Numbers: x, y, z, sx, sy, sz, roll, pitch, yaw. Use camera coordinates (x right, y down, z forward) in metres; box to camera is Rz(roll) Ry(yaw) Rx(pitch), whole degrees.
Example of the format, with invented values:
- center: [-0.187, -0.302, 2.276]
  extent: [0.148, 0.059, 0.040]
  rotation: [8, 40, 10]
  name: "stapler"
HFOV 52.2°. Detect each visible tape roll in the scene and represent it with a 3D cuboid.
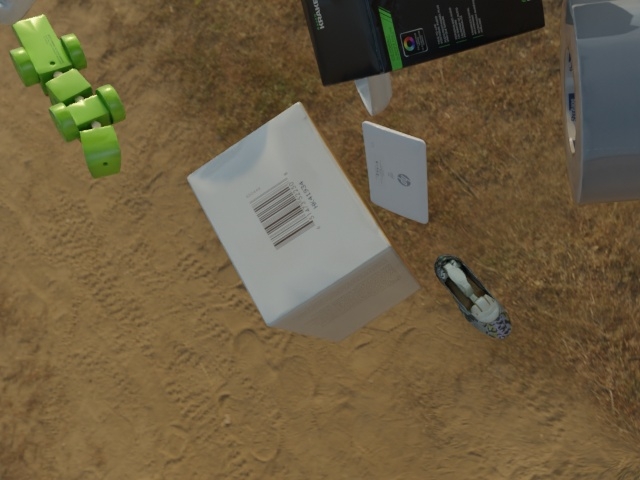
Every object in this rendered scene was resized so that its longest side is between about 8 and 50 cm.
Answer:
- center: [0.296, -0.148, 0.680]
  extent: [0.072, 0.219, 0.219]
  rotation: [-3, 72, 17]
  name: "tape roll"

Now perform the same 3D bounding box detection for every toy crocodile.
- center: [-0.443, -0.260, 1.146]
  extent: [0.115, 0.105, 0.341]
  rotation: [-31, 75, -24]
  name: "toy crocodile"

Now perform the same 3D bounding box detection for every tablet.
- center: [0.057, -0.050, 0.496]
  extent: [0.054, 0.083, 0.006]
  rotation: [25, 57, 29]
  name: "tablet"

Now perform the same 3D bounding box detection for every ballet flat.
- center: [0.165, 0.061, 0.714]
  extent: [0.041, 0.041, 0.114]
  rotation: [-42, 76, 9]
  name: "ballet flat"

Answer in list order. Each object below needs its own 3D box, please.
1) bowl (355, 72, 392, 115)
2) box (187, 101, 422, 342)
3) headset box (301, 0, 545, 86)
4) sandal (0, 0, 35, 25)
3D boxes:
- center: [0.099, -0.331, 1.272]
  extent: [0.053, 0.142, 0.142]
  rotation: [-16, 43, 0]
  name: "bowl"
- center: [0.000, 0.000, 0.898]
  extent: [0.168, 0.345, 0.215]
  rotation: [-33, 73, 6]
  name: "box"
- center: [0.101, -0.333, 0.761]
  extent: [0.131, 0.283, 0.247]
  rotation: [10, 118, 59]
  name: "headset box"
- center: [-0.308, -0.445, 0.844]
  extent: [0.416, 0.102, 0.169]
  rotation: [-37, 64, 24]
  name: "sandal"
